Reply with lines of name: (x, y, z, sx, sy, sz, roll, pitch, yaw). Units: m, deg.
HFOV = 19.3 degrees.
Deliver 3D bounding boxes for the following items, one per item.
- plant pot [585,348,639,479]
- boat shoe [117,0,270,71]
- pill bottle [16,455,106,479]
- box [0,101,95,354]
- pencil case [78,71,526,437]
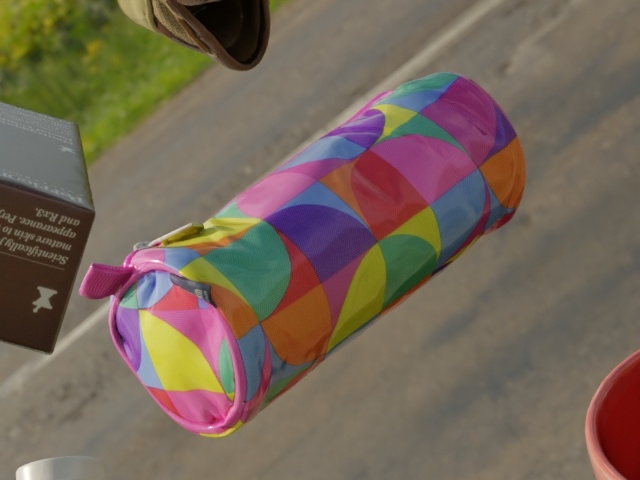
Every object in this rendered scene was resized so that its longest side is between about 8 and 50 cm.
plant pot: (0.335, 0.218, 1.348, 0.275, 0.243, 0.275, -10, 25, 5)
boat shoe: (-0.076, -0.218, 1.269, 0.123, 0.123, 0.342, -42, -16, -19)
pill bottle: (-0.242, 0.319, 1.812, 0.117, 0.208, 0.117, -8, -19, -3)
box: (-0.316, -0.036, 1.682, 0.381, 0.191, 0.143, -121, 49, -71)
pencil case: (0.000, 0.000, 0.935, 0.236, 0.104, 0.104, -33, 8, -38)
